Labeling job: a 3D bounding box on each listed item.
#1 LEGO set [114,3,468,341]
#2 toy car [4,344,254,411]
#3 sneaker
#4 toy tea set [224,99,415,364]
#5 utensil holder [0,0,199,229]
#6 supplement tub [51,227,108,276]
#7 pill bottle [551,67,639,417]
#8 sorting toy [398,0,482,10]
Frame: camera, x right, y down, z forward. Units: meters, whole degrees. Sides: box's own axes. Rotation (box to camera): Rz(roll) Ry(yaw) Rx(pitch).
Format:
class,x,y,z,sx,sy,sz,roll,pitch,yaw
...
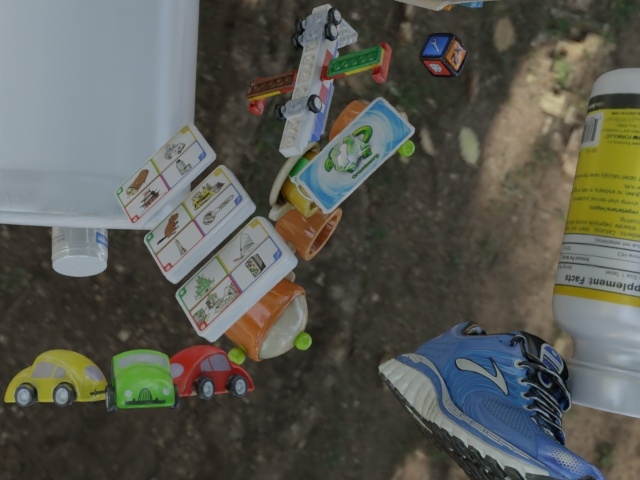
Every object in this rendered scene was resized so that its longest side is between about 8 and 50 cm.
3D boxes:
class,x,y,z,sx,sy,sz,roll,pitch,yaw
LEGO set,-0.012,-0.060,0.885,0.244,0.182,0.060,-44,132,4
toy car,-0.166,0.123,1.203,0.239,0.225,0.053,-1,86,-13
sneaker,0.175,0.152,1.237,0.147,0.330,0.130,-40,117,-5
toy tea set,0.000,0.000,1.474,0.336,0.124,0.200,-58,168,11
utensil holder,-0.283,-0.211,1.394,0.328,0.328,0.385,6,86,-42
supplement tub,-0.304,-0.016,1.671,0.071,0.071,0.107,19,57,-44
pill bottle,0.338,0.009,1.327,0.188,0.188,0.334,13,87,-43
sorting toy,0.066,-0.157,0.838,0.062,0.083,0.012,-19,121,-40
